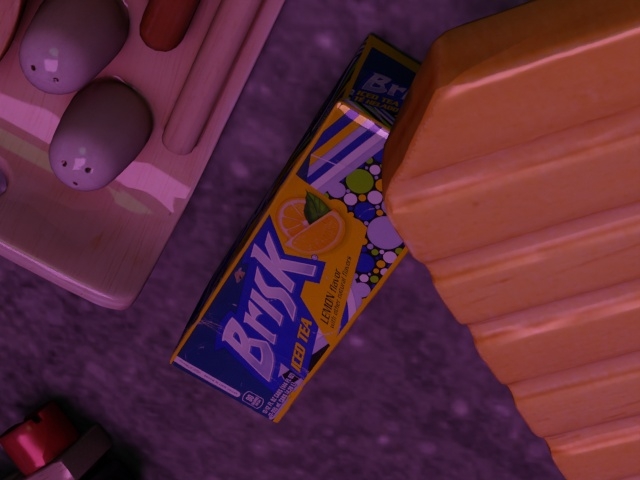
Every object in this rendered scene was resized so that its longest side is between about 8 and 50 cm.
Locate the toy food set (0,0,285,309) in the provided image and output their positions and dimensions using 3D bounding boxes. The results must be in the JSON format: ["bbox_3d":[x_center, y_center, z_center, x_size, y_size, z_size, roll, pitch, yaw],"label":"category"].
[{"bbox_3d":[-0.118,-0.125,0.562,0.220,0.092,0.306,28,129,-3],"label":"toy food set"}]

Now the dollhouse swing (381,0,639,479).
[{"bbox_3d":[0.224,0.071,0.426,0.305,0.315,0.347,-27,132,10],"label":"dollhouse swing"}]

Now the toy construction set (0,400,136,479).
[{"bbox_3d":[-0.191,0.231,0.808,0.309,0.257,0.237,30,147,-18],"label":"toy construction set"}]

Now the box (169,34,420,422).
[{"bbox_3d":[0.000,0.000,0.641,0.059,0.054,0.169,30,129,-5],"label":"box"}]
